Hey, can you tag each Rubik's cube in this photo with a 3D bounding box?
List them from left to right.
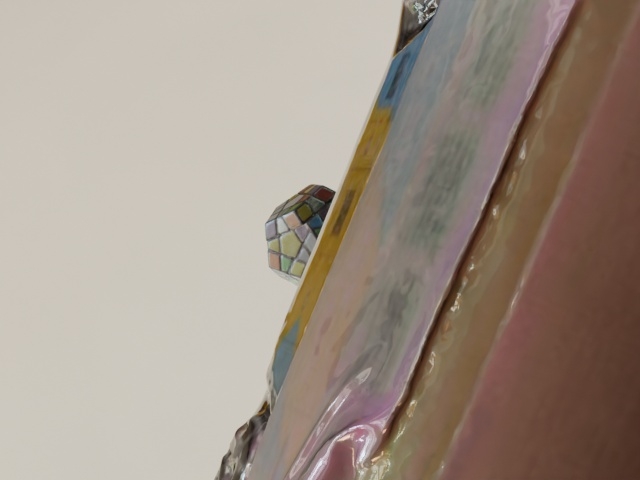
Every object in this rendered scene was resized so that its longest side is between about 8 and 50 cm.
[{"bbox_3d":[0.000,0.000,1.504,0.111,0.111,0.093,-31,-79,13],"label":"Rubik's cube"}]

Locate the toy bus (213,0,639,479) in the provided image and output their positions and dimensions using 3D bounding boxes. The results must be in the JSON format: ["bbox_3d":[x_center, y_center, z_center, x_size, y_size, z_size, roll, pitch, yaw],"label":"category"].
[{"bbox_3d":[0.082,0.022,0.621,0.171,0.162,0.386,22,-92,-11],"label":"toy bus"}]
